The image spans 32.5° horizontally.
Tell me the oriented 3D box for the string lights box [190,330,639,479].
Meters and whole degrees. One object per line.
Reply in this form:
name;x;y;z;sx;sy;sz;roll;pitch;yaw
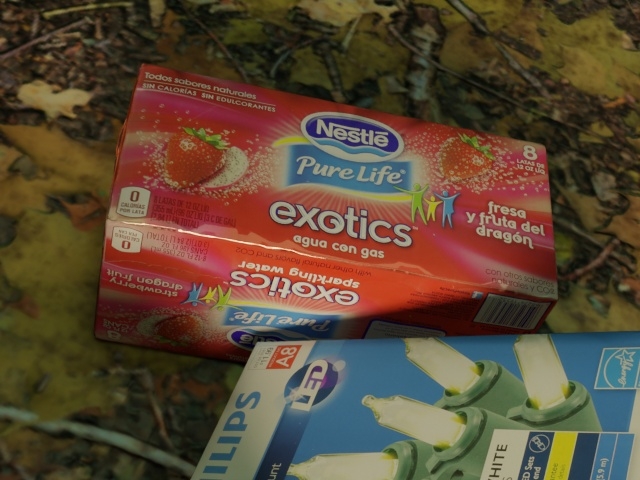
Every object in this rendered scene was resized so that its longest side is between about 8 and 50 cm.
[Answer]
string lights box;0.065;0.119;0.540;0.260;0.077;0.133;-5;43;32

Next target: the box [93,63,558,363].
box;0.000;0.000;0.668;0.257;0.128;0.122;10;52;-8
